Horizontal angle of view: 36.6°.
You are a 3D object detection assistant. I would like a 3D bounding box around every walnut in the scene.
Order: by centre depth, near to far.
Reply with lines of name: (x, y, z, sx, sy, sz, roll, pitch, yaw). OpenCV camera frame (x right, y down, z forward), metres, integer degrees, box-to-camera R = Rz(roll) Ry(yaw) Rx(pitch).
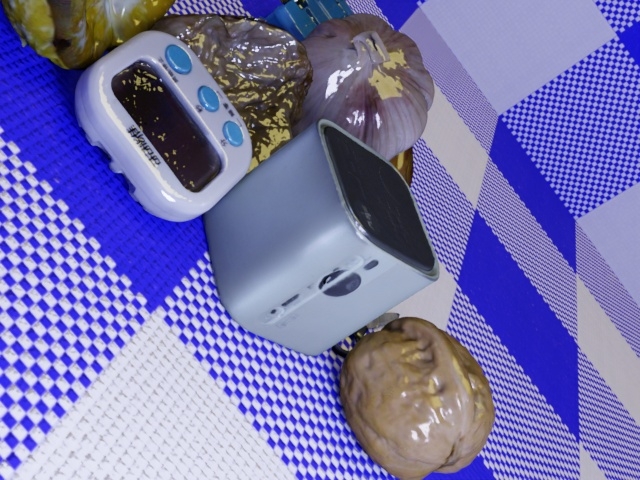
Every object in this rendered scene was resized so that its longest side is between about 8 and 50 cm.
walnut: (0.146, 0.237, 1.501, 0.224, 0.257, 0.257, -6, 59, -27)

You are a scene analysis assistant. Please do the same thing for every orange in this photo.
orange: (-0.339, -0.398, 1.378, 0.210, 0.271, 0.368, 19, 26, 14)

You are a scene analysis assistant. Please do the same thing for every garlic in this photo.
garlic: (0.072, -0.286, 1.863, 0.322, 0.322, 0.241, 48, -6, -17)

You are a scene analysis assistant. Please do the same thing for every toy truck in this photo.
toy truck: (-0.032, -0.461, 2.111, 0.161, 0.162, 0.385, 52, 26, -10)

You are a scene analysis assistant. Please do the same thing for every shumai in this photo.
shumai: (-0.161, -0.223, 1.640, 0.346, 0.217, 0.283, 2, 90, -46)

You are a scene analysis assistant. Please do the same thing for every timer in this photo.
timer: (-0.227, -0.166, 1.407, 0.262, 0.087, 0.237, 54, 43, -13)

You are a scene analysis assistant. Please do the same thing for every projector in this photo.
projector: (0.000, 0.000, 1.484, 0.249, 0.249, 0.248, 29, 34, -45)

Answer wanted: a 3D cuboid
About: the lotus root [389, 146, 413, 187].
lotus root: (0.109, -0.202, 2.057, 0.193, 0.193, 0.291, 41, 34, -31)

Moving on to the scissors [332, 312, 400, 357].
scissors: (0.079, 0.146, 1.727, 0.300, 0.022, 0.109, -1, 64, -63)
